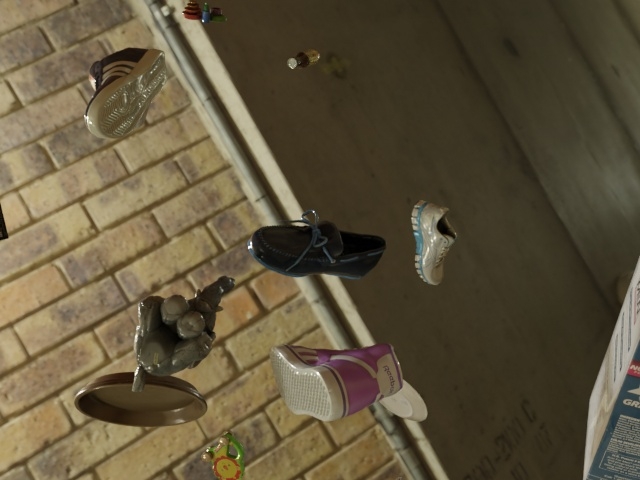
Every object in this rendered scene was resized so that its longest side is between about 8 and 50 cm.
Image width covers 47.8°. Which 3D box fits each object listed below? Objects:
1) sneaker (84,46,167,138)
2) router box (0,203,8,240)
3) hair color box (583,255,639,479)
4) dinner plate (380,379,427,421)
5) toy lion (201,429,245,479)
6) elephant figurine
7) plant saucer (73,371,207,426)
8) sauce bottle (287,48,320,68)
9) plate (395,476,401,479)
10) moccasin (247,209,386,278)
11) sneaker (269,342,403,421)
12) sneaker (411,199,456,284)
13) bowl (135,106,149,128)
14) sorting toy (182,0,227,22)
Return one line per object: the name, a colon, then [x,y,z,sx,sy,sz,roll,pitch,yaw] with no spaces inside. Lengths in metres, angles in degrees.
sneaker: [-0.478,-0.341,1.650,0.350,0.148,0.131,-70,-13,-55]
router box: [-0.751,-0.051,1.594,0.092,0.122,0.038,-18,24,-34]
hair color box: [0.453,0.188,0.992,0.174,0.105,0.347,-62,-22,-46]
dinner plate: [0.145,0.306,1.411,0.017,0.141,0.141,-46,5,-32]
toy lion: [-0.197,0.468,1.542,0.100,0.096,0.034,-47,-2,24]
elephant figurine: [-0.265,0.175,1.432,0.186,0.169,0.239,-13,0,6]
plant saucer: [-0.380,0.340,1.543,0.278,0.041,0.278,-1,-31,0]
sauce bottle: [-0.042,-0.449,1.795,0.042,0.042,0.128,-34,6,30]
plate: [0.111,0.576,1.162,0.045,0.278,0.277,-2,20,9]
moccasin: [0.000,0.000,1.554,0.342,0.138,0.117,3,-39,-45]
sneaker: [0.029,0.207,1.125,0.161,0.102,0.282,-15,9,-24]
sneaker: [0.241,0.011,1.487,0.083,0.191,0.071,9,33,36]
bowl: [-0.548,-0.402,2.082,0.053,0.142,0.142,8,-11,39]
sorting toy: [-0.259,-0.518,1.627,0.102,0.042,0.061,-2,31,-17]
